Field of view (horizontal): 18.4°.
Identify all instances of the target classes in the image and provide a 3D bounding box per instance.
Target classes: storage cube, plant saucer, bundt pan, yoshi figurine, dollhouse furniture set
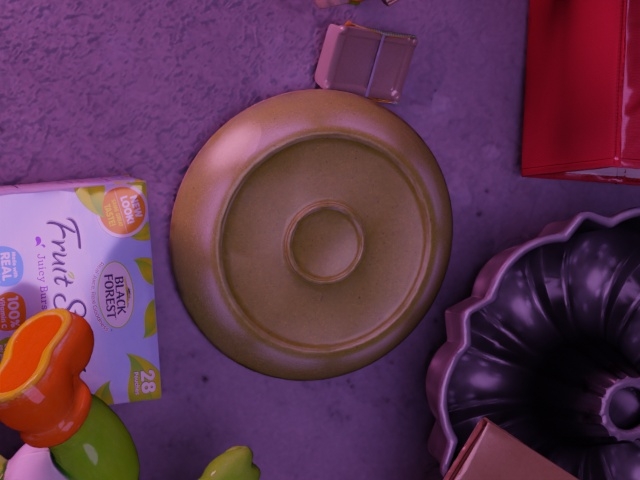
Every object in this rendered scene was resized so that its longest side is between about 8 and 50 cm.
[{"bbox_3d":[0.284,-0.143,1.590,0.183,0.215,0.193,3,88,-17],"label":"storage cube"},{"bbox_3d":[0.000,0.000,1.590,0.241,0.037,0.241,-3,101,-17],"label":"plant saucer"},{"bbox_3d":[0.229,0.131,1.639,0.331,0.124,0.331,-1,95,-18],"label":"bundt pan"},{"bbox_3d":[-0.150,0.210,1.495,0.203,0.203,0.362,-47,119,-22],"label":"yoshi figurine"},{"bbox_3d":[0.040,-0.191,1.605,0.076,0.058,0.152,6,112,-25],"label":"dollhouse furniture set"}]

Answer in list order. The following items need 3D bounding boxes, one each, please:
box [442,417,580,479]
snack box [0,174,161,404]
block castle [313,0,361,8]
[{"bbox_3d":[0.165,0.259,1.555,0.201,0.021,0.164,33,85,-17],"label":"box"},{"bbox_3d":[-0.232,0.044,1.515,0.207,0.070,0.174,-7,98,-18],"label":"snack box"},{"bbox_3d":[0.195,-0.340,1.459,0.453,0.303,0.213,-22,102,-25],"label":"block castle"}]
